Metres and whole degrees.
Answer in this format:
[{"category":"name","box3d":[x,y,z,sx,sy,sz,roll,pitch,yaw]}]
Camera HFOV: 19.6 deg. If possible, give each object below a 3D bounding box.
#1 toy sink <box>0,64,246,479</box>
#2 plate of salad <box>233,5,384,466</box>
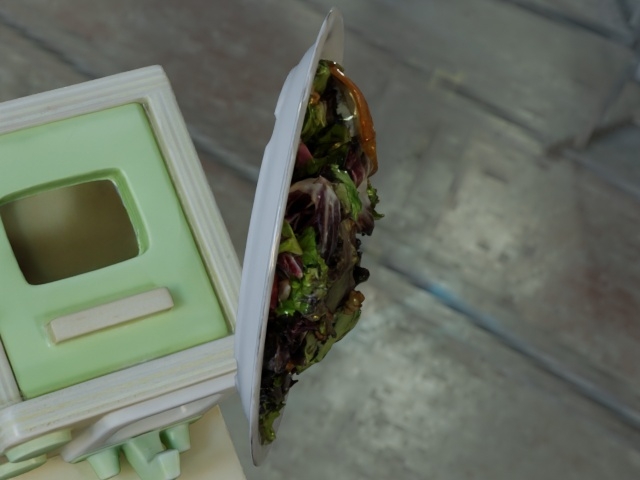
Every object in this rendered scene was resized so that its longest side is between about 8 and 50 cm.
[{"category":"toy sink","box3d":[-0.123,0.048,0.968,0.152,0.131,0.234,-16,79,-25]},{"category":"plate of salad","box3d":[0.000,0.000,0.793,0.048,0.200,0.200,10,25,4]}]
